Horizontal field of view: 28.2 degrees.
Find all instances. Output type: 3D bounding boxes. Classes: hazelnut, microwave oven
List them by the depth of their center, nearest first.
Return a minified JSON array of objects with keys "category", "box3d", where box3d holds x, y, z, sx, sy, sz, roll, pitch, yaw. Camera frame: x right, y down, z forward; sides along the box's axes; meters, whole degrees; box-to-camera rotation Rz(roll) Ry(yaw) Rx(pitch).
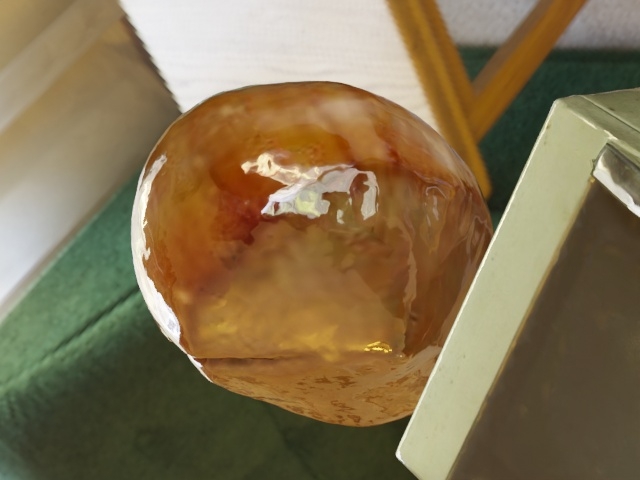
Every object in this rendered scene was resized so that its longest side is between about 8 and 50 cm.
[{"category":"microwave oven","box3d":[0.287,0.116,0.596,0.394,0.333,0.247,40,125,35]},{"category":"hazelnut","box3d":[0.000,0.000,1.222,0.372,0.372,0.315,44,108,-10]}]
